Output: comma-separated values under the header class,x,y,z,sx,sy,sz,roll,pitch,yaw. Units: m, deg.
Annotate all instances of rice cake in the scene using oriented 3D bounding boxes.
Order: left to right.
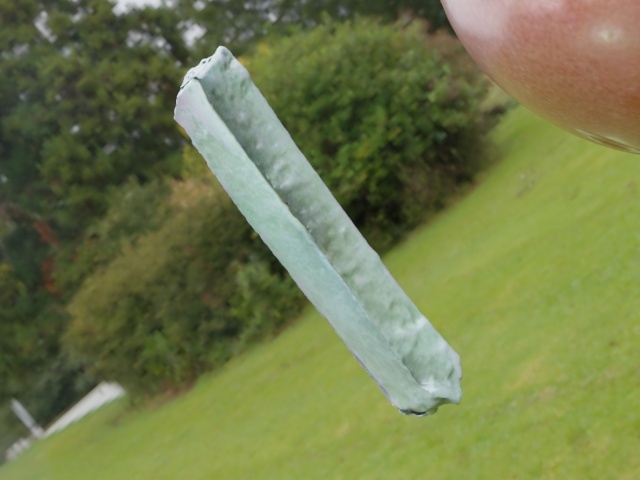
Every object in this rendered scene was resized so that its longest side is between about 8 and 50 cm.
class,x,y,z,sx,sy,sz,roll,pitch,yaw
rice cake,0.000,0.000,0.604,0.034,0.211,0.043,-42,10,-33

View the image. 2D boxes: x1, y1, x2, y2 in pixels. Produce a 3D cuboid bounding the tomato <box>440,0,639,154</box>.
class,x,y,z,sx,sy,sz,roll,pitch,yaw
tomato,0.195,-0.206,0.769,0.272,0.341,0.341,-4,11,16
